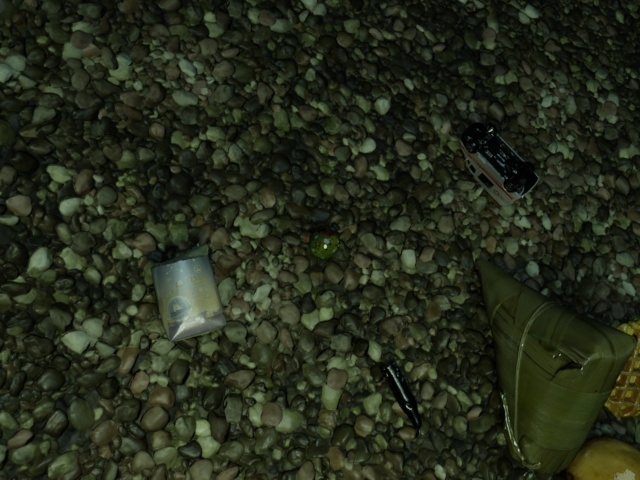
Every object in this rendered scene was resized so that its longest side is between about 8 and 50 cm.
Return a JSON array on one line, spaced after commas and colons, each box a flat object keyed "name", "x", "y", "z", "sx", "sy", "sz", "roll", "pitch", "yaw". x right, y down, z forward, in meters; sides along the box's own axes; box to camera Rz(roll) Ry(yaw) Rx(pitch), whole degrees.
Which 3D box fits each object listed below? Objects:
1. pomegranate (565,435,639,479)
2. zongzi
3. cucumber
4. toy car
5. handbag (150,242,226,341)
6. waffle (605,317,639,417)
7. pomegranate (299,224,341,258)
[{"name": "pomegranate", "x": 0.615, "y": 0.503, "z": 1.135, "sx": 0.196, "sy": 0.196, "sz": 0.196, "roll": 4, "pitch": 75, "yaw": -14}, {"name": "zongzi", "x": 0.430, "y": 0.308, "z": 1.189, "sx": 0.181, "sy": 0.418, "sz": 0.448, "roll": -2, "pitch": 116, "yaw": -28}, {"name": "cucumber", "x": 0.177, "y": 0.331, "z": 1.132, "sx": 0.043, "sy": 0.039, "sz": 0.163, "roll": -29, "pitch": 83, "yaw": 1}, {"name": "toy car", "x": 0.409, "y": -0.180, "z": 1.293, "sx": 0.089, "sy": 0.108, "sz": 0.210, "roll": -42, "pitch": 85, "yaw": -18}, {"name": "handbag", "x": -0.256, "y": 0.098, "z": 1.048, "sx": 0.117, "sy": 0.095, "sz": 0.173, "roll": -13, "pitch": 88, "yaw": -24}, {"name": "waffle", "x": 0.684, "y": 0.300, "z": 1.223, "sx": 0.248, "sy": 0.056, "sz": 0.253, "roll": -25, "pitch": 105, "yaw": 5}, {"name": "pomegranate", "x": 0.003, "y": -0.003, "z": 1.154, "sx": 0.073, "sy": 0.073, "sz": 0.084, "roll": -38, "pitch": 73, "yaw": -20}]
